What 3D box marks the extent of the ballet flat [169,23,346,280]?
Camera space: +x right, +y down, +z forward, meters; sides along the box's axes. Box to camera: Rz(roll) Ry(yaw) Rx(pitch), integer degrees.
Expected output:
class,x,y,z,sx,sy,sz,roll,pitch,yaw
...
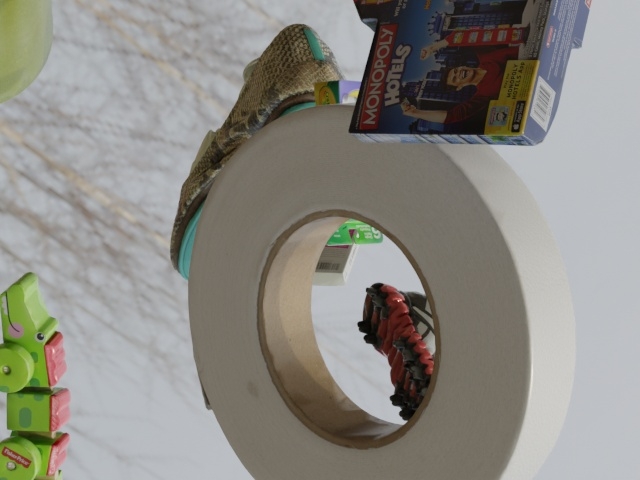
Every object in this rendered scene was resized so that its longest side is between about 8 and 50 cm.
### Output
class,x,y,z,sx,sy,sz,roll,pitch,yaw
ballet flat,-0.096,-0.130,2.013,0.483,0.164,0.182,-53,-138,48

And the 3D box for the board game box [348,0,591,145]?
class,x,y,z,sx,sy,sz,roll,pitch,yaw
board game box,0.097,-0.157,1.057,0.194,0.060,0.194,4,-109,36

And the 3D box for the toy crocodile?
class,x,y,z,sx,sy,sz,roll,pitch,yaw
toy crocodile,-0.374,0.212,1.865,0.105,0.340,0.115,0,-170,7

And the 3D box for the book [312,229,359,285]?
class,x,y,z,sx,sy,sz,roll,pitch,yaw
book,0.000,0.000,1.720,0.096,0.035,0.144,2,-142,18

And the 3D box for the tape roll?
class,x,y,z,sx,sy,sz,roll,pitch,yaw
tape roll,0.039,0.073,1.228,0.392,0.072,0.392,9,-76,41

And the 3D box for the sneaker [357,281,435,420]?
class,x,y,z,sx,sy,sz,roll,pitch,yaw
sneaker,0.146,0.152,1.855,0.276,0.135,0.098,-114,-147,-55

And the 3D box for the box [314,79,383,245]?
class,x,y,z,sx,sy,sz,roll,pitch,yaw
box,0.043,-0.084,1.558,0.043,0.105,0.179,1,-87,44

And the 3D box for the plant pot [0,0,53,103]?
class,x,y,z,sx,sy,sz,roll,pitch,yaw
plant pot,-0.485,-0.358,1.910,0.275,0.275,0.293,-66,-173,-24
